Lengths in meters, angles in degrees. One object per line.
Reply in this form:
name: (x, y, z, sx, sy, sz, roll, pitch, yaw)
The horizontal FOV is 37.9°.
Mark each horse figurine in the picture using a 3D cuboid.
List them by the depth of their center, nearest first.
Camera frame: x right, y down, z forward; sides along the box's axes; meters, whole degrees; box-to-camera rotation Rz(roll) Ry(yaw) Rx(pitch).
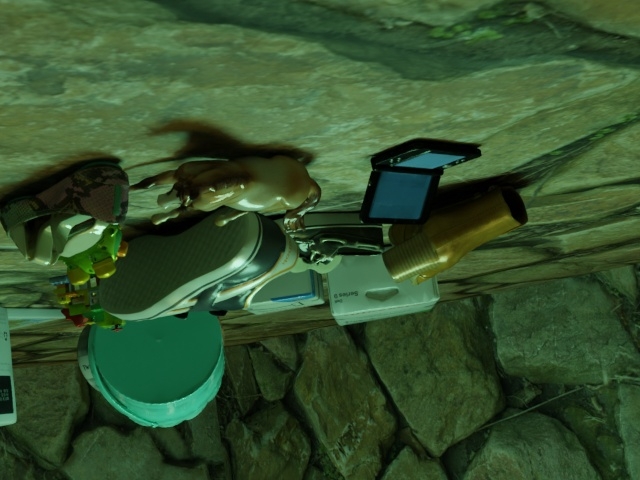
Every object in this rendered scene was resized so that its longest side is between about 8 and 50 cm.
horse figurine: (-0.089, -0.051, 0.990, 0.263, 0.066, 0.174, 1, 168, -44)

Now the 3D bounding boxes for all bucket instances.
bucket: (-0.314, 0.214, 1.812, 0.281, 0.281, 0.183, -7, 162, -10)

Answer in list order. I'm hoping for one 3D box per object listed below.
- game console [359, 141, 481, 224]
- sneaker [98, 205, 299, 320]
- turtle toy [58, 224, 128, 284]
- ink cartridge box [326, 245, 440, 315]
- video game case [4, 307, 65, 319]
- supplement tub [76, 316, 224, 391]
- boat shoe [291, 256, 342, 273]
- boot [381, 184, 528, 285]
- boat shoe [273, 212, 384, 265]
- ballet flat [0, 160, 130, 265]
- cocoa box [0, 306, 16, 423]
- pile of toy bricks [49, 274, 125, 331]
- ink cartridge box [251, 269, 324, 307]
game console: (0.117, -0.064, 1.082, 0.122, 0.071, 0.107, 0, 168, -44)
sneaker: (-0.170, 0.049, 1.294, 0.321, 0.126, 0.127, -17, 152, 38)
turtle toy: (-0.276, -0.001, 1.092, 0.130, 0.095, 0.066, -15, -170, 39)
ink cartridge box: (0.123, 0.091, 1.889, 0.211, 0.121, 0.289, -9, 171, 1)
video game case: (-0.671, 0.166, 1.927, 0.193, 0.023, 0.212, -13, 170, 26)
supplement tub: (-0.380, 0.236, 2.098, 0.316, 0.193, 0.194, -16, 168, 37)
boat shoe: (-0.018, 0.030, 1.638, 0.137, 0.049, 0.043, -3, -148, -46)
boot: (0.212, -0.014, 1.423, 0.211, 0.104, 0.295, -26, -179, 12)
boat shoe: (0.000, 0.000, 1.373, 0.219, 0.070, 0.078, -4, 170, -26)
ballet flat: (-0.274, -0.018, 0.975, 0.077, 0.079, 0.221, 13, 159, -43)
cocoa box: (-0.700, 0.225, 1.602, 0.228, 0.231, 0.347, -8, 171, 1)
pile of toy bricks: (-0.355, 0.103, 1.571, 0.212, 0.105, 0.118, -11, 171, 12)
ink cartridge box: (-0.078, 0.084, 1.775, 0.148, 0.085, 0.203, -10, 170, 6)
